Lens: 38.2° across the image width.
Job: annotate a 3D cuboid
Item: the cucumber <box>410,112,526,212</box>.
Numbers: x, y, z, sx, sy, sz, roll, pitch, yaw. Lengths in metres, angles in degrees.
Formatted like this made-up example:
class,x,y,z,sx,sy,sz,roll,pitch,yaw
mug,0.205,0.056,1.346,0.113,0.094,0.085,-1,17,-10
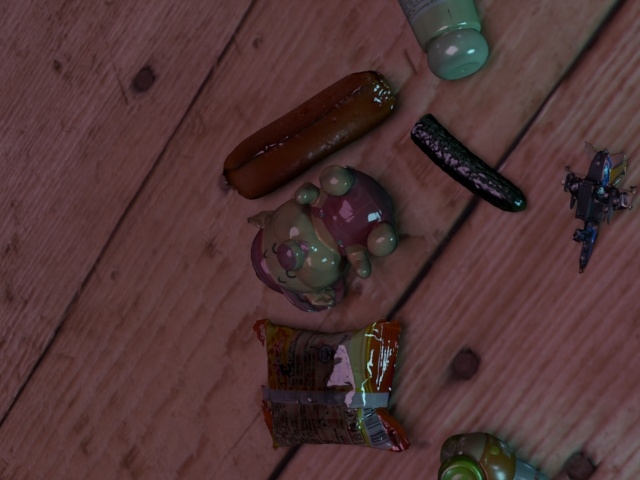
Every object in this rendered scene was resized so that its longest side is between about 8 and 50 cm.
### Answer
class,x,y,z,sx,sy,sz,roll,pitch,yaw
cucumber,0.225,-0.110,1.404,0.058,0.052,0.214,-44,70,-9

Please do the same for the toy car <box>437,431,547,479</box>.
class,x,y,z,sx,sy,sz,roll,pitch,yaw
toy car,0.264,0.406,1.351,0.235,0.145,0.235,1,94,9

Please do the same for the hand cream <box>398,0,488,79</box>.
class,x,y,z,sx,sy,sz,roll,pitch,yaw
hand cream,0.165,-0.394,1.412,0.147,0.093,0.306,-24,77,25

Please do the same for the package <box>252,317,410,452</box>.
class,x,y,z,sx,sy,sz,roll,pitch,yaw
package,0.006,0.231,1.495,0.288,0.108,0.223,-7,85,31

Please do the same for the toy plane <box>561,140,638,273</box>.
class,x,y,z,sx,sy,sz,roll,pitch,yaw
toy plane,0.382,-0.043,1.310,0.135,0.062,0.188,34,112,54

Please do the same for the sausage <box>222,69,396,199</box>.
class,x,y,z,sx,sy,sz,roll,pitch,yaw
sausage,-0.021,-0.173,1.513,0.330,0.102,0.102,-29,77,25

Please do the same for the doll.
class,x,y,z,sx,sy,sz,roll,pitch,yaw
doll,-0.002,-0.001,1.473,0.256,0.152,0.196,-35,61,29
